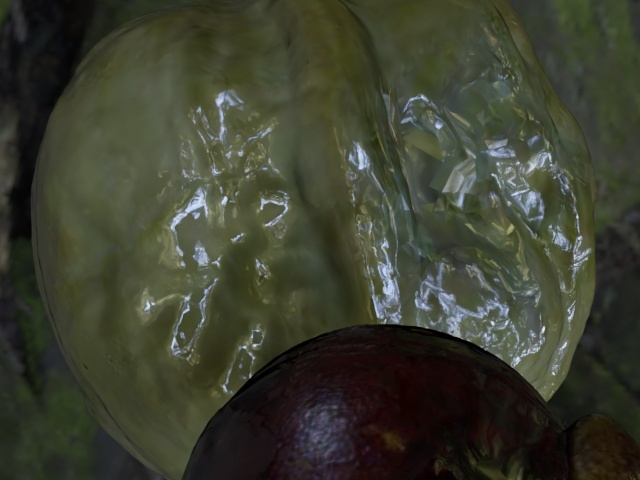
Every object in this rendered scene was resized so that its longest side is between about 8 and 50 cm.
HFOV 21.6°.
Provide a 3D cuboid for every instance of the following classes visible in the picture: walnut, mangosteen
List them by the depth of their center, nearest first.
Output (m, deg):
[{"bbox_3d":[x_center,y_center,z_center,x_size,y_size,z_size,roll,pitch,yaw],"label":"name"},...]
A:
[{"bbox_3d":[0.034,0.092,0.492,0.152,0.152,0.152,-30,127,-50],"label":"mangosteen"},{"bbox_3d":[0.002,0.000,0.868,0.253,0.282,0.277,3,76,-75],"label":"walnut"}]
